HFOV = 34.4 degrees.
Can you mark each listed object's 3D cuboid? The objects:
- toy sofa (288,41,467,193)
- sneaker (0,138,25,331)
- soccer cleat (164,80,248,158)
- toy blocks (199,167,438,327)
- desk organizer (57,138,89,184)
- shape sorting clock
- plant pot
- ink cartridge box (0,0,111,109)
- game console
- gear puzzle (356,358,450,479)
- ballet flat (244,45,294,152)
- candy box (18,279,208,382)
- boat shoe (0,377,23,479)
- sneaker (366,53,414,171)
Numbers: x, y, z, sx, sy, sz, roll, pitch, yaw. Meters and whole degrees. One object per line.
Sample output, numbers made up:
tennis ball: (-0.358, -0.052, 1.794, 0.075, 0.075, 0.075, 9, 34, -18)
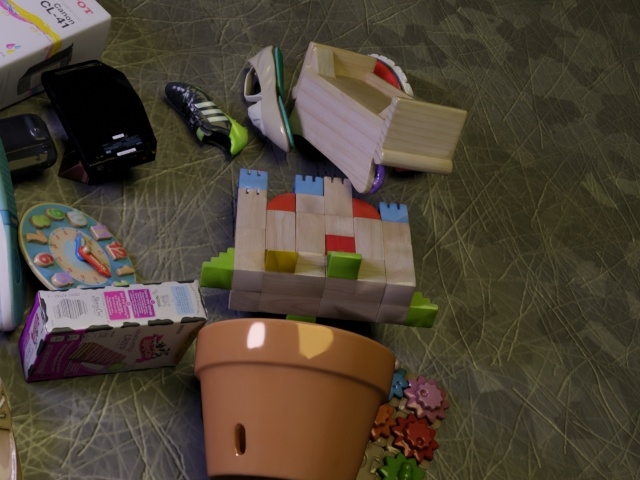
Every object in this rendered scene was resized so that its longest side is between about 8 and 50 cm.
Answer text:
toy sofa: (0.088, -0.213, 1.837, 0.150, 0.177, 0.362, 7, 21, -30)
sneaker: (-0.547, -0.009, 1.497, 0.208, 0.127, 0.319, -11, 77, -9)
soccer cleat: (-0.210, -0.218, 1.847, 0.179, 0.060, 0.072, 37, 50, -2)
toy blocks: (0.000, 0.000, 1.723, 0.381, 0.190, 0.261, 6, 44, -6)
desk organizer: (-0.395, -0.161, 1.718, 0.050, 0.047, 0.130, 15, 51, -14)
shape sorting clock: (-0.364, 0.023, 1.566, 0.206, 0.040, 0.206, 40, 23, -21)
plant pot: (-0.046, 0.250, 1.467, 0.291, 0.291, 0.203, 14, 69, -18)
ink cartridge box: (-0.542, -0.354, 1.727, 0.226, 0.131, 0.306, 45, 50, 9)
game console: (-0.456, -0.173, 1.658, 0.361, 0.044, 0.213, -19, 62, -24)
gear puzzle: (0.101, 0.326, 1.621, 0.175, 0.044, 0.339, 29, 49, -6)
ballet flat: (-0.100, -0.257, 1.929, 0.086, 0.086, 0.248, 9, 52, -22)
candy box: (-0.298, 0.130, 1.481, 0.233, 0.159, 0.071, -4, 61, -29)
boat shoe: (-0.464, 0.222, 1.368, 0.109, 0.098, 0.302, -8, 61, -32)
sneaker: (0.126, -0.252, 2.022, 0.118, 0.107, 0.279, -20, 63, -21)
